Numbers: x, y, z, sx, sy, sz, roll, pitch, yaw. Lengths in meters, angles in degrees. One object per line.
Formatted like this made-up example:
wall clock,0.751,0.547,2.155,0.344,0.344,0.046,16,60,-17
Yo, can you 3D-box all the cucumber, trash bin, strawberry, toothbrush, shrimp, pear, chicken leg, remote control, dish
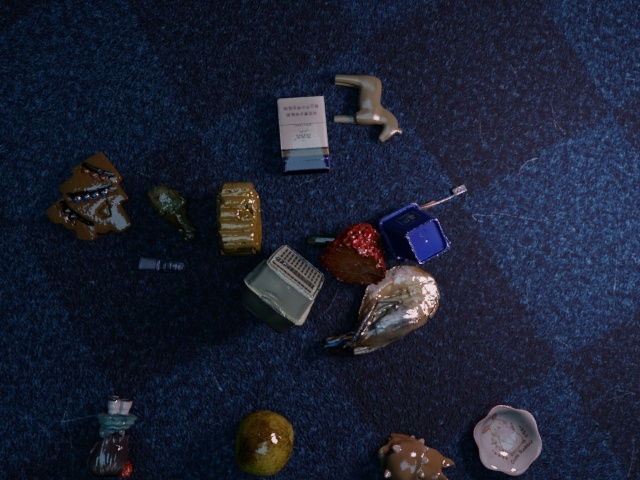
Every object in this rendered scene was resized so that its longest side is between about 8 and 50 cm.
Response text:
cucumber,0.000,0.000,1.619,0.105,0.048,0.048,2,86,-1
trash bin,0.308,-0.008,1.538,0.162,0.234,0.184,-29,104,-5
strawberry,0.121,0.034,1.578,0.234,0.234,0.178,24,55,-2
toothbrush,0.368,-0.122,1.661,0.321,0.023,0.031,-25,81,-6
shrimp,0.201,0.244,1.591,0.445,0.110,0.221,-32,83,-9
pear,-0.172,0.640,1.494,0.197,0.197,0.197,0,86,-4
chicken leg,-0.479,-0.095,1.575,0.103,0.088,0.228,-42,86,-18
remote control,-0.531,0.083,1.590,0.152,0.027,0.044,6,90,-1
dish,0.619,0.662,1.598,0.229,0.081,0.229,0,85,0

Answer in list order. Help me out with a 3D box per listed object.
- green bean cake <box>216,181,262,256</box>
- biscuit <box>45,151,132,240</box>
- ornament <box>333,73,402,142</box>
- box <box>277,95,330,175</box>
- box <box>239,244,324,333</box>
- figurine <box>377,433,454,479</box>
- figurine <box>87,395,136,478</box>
green bean cake,-0.256,-0.061,1.519,0.131,0.230,0.224,-2,83,-5
biscuit,-0.766,-0.149,1.581,0.278,0.043,0.302,4,86,-4
ornament,0.166,-0.459,1.652,0.244,0.061,0.230,3,88,0
box,-0.059,-0.356,1.626,0.168,0.071,0.259,-4,87,-4
box,-0.115,0.148,1.483,0.220,0.290,0.166,38,105,0
figurine,0.306,0.732,1.525,0.247,0.173,0.177,40,84,0
figurine,-0.652,0.628,1.509,0.138,0.110,0.246,12,79,-20
